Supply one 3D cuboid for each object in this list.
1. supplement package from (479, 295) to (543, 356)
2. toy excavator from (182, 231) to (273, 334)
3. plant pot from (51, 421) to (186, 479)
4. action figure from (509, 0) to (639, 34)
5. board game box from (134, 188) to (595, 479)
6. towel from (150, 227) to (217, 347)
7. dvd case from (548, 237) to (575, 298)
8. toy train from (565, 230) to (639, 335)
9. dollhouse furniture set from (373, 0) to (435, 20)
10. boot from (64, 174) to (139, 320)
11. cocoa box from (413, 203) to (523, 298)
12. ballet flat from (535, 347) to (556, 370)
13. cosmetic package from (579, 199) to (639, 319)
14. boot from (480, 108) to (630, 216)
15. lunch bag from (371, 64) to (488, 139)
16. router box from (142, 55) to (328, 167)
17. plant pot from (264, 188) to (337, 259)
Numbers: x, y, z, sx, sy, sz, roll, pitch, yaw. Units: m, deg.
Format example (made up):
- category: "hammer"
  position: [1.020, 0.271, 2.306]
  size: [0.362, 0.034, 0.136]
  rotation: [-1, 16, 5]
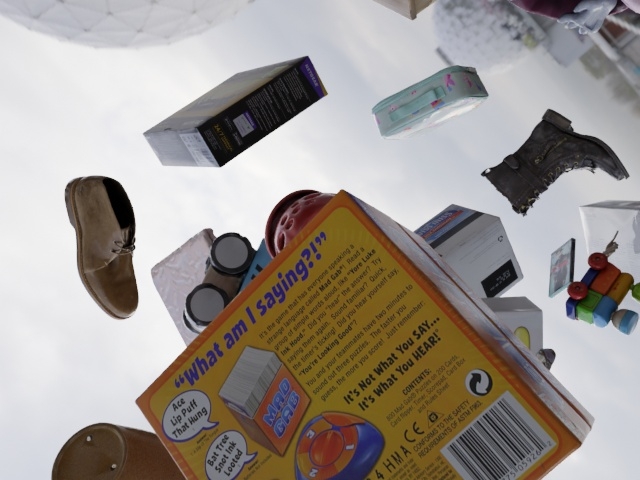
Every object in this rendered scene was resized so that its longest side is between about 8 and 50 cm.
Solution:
- category: "supplement package"
  position: [0.387, 0.241, 1.631]
  size: [0.149, 0.194, 0.203]
  rotation: [-81, -12, -83]
- category: "toy excavator"
  position: [-0.082, 0.118, 1.868]
  size: [0.445, 0.432, 0.222]
  rotation: [25, 161, -6]
- category: "plant pot"
  position: [-0.279, 0.382, 1.083]
  size: [0.254, 0.237, 0.237]
  rotation: [65, -178, -48]
- category: "action figure"
  position: [0.329, -0.467, 0.896]
  size: [0.248, 0.370, 0.276]
  rotation: [25, -179, -23]
- category: "board game box"
  position: [0.075, 0.213, 0.912]
  size: [0.356, 0.356, 0.356]
  rotation: [49, -169, 22]
- category: "towel"
  position: [-0.338, 0.160, 2.083]
  size: [0.053, 0.332, 0.317]
  rotation: [-25, -95, -47]
- category: "dvd case"
  position: [0.547, 0.063, 1.642]
  size: [0.013, 0.087, 0.119]
  rotation: [21, -121, -7]
- category: "toy train"
  position: [0.644, 0.085, 1.552]
  size: [0.143, 0.248, 0.105]
  rotation: [27, 155, 36]
- category: "dollhouse furniture set"
  position: [0.180, -0.666, 1.353]
  size: [0.362, 0.256, 0.394]
  rotation: [40, 161, 36]
- category: "boot"
  position: [-0.414, 0.018, 1.445]
  size: [0.112, 0.115, 0.305]
  rotation: [-31, -68, -52]
- category: "cocoa box"
  position: [0.358, 0.090, 2.090]
  size: [0.228, 0.347, 0.231]
  rotation: [27, 148, 60]
- category: "ballet flat"
  position: [0.402, 0.253, 1.350]
  size: [0.041, 0.114, 0.041]
  rotation: [15, -172, -2]
- category: "cosmetic package"
  position: [0.791, 0.044, 1.838]
  size: [0.377, 0.098, 0.284]
  rotation: [-105, 1, -85]
- category: "boot"
  position: [0.518, -0.144, 1.613]
  size: [0.263, 0.229, 0.091]
  rotation: [44, -170, 31]
- category: "lunch bag"
  position: [0.282, -0.356, 1.869]
  size: [0.224, 0.279, 0.107]
  rotation: [-11, -101, -57]
- category: "router box"
  position: [-0.165, -0.230, 1.325]
  size: [0.309, 0.243, 0.081]
  rotation: [11, 134, 59]
- category: "plant pot"
  position: [0.000, 0.000, 1.371]
  size: [0.191, 0.191, 0.174]
  rotation: [37, 174, -29]
